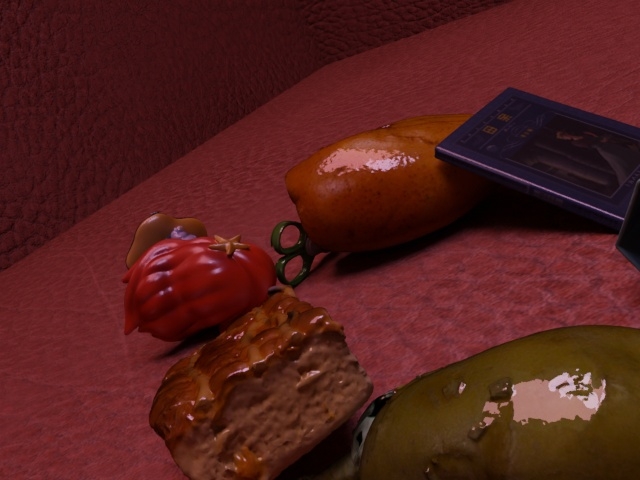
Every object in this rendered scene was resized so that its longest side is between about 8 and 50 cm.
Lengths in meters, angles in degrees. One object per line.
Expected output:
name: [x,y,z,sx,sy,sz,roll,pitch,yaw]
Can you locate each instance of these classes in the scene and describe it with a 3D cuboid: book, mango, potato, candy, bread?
book: [0.312,-0.115,0.992,0.269,0.025,0.191,28,51,33]
mango: [0.130,-0.088,1.133,0.350,0.201,0.199,-15,58,1]
potato: [0.141,0.131,0.482,0.253,0.186,0.148,-17,50,20]
candy: [-0.016,0.216,0.650,0.305,0.083,0.091,-30,-12,9]
bread: [-0.064,0.136,0.736,0.185,0.114,0.274,-38,7,-6]

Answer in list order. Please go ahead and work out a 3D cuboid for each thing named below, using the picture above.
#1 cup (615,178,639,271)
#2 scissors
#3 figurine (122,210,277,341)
cup: [0.403,-0.052,0.742,0.235,0.148,0.134,-36,-6,-39]
scissors: [0.000,0.000,1.211,0.027,0.101,0.204,11,23,40]
figurine: [-0.201,0.062,1.168,0.208,0.181,0.257,10,3,-28]
